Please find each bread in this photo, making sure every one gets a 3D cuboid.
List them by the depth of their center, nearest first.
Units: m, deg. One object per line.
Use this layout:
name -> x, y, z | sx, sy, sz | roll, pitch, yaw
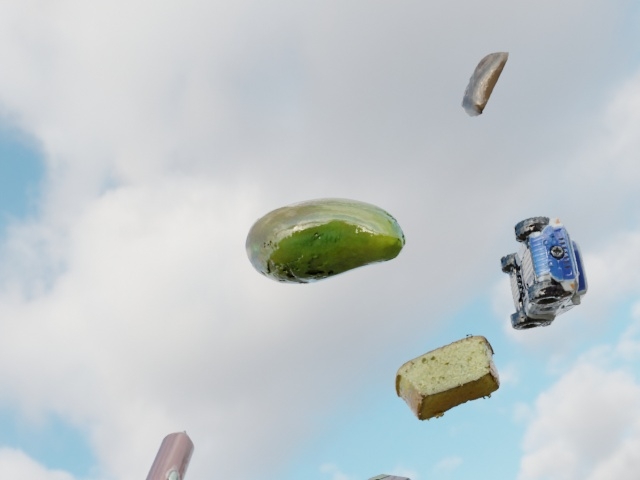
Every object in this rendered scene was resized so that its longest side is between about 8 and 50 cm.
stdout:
bread -> 0.218, 0.225, 1.402 | 0.187, 0.103, 0.065 | -17, -52, -7

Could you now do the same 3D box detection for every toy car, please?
toy car -> 0.228, 0.038, 0.854 | 0.070, 0.080, 0.171 | -8, -20, 2

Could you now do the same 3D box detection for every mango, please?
mango -> 0.000, 0.000, 1.088 | 0.125, 0.232, 0.111 | -32, -67, -52

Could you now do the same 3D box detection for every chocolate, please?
chocolate -> 0.227, -0.224, 1.179 | 0.031, 0.064, 0.101 | 27, -93, -14

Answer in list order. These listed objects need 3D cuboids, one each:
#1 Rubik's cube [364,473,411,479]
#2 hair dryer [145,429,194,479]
Rubik's cube -> 0.062, 0.280, 0.809 | 0.111, 0.093, 0.111 | -9, -64, -19
hair dryer -> -0.230, 0.385, 1.161 | 0.125, 0.352, 0.210 | 38, -57, -18
